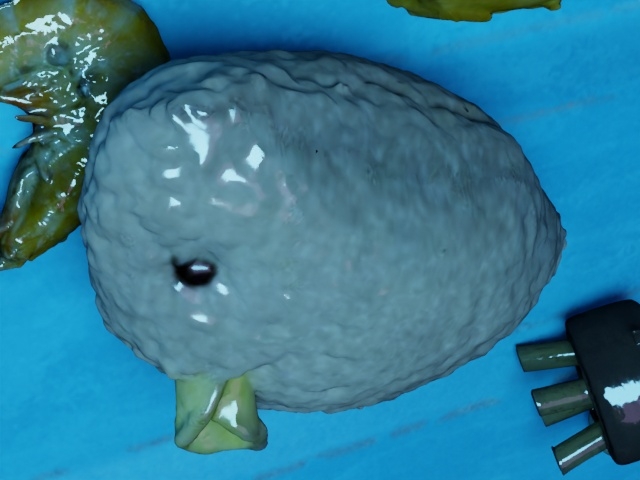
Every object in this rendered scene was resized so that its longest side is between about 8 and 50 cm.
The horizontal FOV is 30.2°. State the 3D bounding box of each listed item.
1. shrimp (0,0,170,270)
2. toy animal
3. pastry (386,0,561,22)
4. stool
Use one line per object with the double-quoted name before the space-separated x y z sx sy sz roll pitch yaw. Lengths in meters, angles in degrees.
"shrimp" -0.169 -0.066 0.693 0.132 0.051 0.187 29 96 -24
"toy animal" 0.006 0.001 0.728 0.359 0.188 0.226 11 125 -34
"pastry" 0.063 -0.271 0.605 0.255 0.162 0.310 -20 115 3
"stool" 0.240 0.130 0.975 0.121 0.125 0.217 -23 148 9
